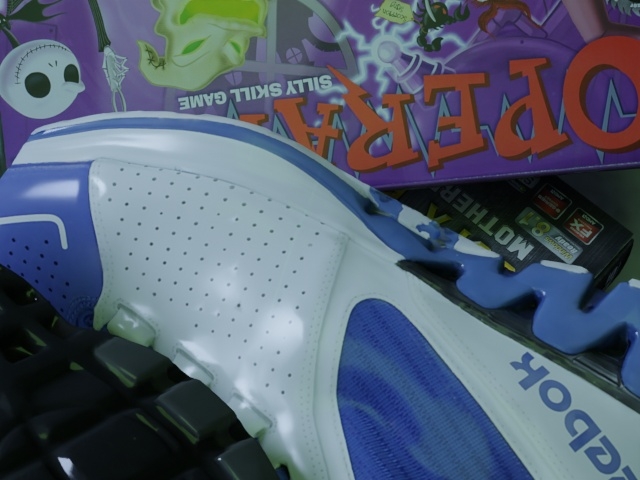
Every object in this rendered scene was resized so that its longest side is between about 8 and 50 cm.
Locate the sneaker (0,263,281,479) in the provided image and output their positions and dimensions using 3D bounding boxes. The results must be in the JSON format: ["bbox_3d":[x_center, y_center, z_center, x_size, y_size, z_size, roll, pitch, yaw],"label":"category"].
[{"bbox_3d":[-0.107,0.068,0.420,0.267,0.106,0.101,43,37,19],"label":"sneaker"}]

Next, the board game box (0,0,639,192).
[{"bbox_3d":[-0.014,-0.121,0.592,0.346,0.056,0.208,-6,93,-2],"label":"board game box"}]

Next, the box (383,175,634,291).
[{"bbox_3d":[0.000,0.000,0.633,0.231,0.056,0.183,40,71,18],"label":"box"}]

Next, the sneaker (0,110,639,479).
[{"bbox_3d":[-0.004,0.078,0.473,0.315,0.127,0.182,18,53,12],"label":"sneaker"}]
